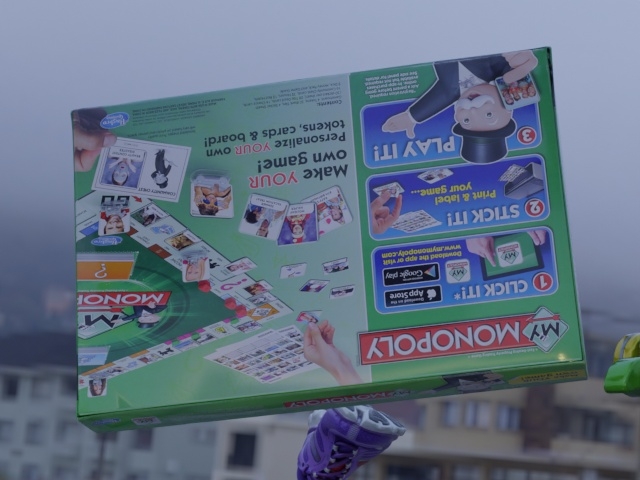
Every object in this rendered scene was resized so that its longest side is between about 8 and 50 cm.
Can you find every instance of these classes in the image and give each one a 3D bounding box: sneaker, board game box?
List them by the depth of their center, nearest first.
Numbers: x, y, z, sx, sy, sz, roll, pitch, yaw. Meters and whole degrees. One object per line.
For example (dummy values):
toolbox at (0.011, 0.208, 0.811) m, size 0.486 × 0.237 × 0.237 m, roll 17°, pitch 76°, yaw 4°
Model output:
board game box at (0.000, 0.000, 1.182) m, size 0.317 × 0.213 × 0.046 m, roll -7°, pitch -20°, yaw 9°
sneaker at (0.019, 0.168, 1.475) m, size 0.068 × 0.071 × 0.170 m, roll 26°, pitch -20°, yaw -1°

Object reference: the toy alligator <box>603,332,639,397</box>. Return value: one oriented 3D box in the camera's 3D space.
toy alligator at (0.204, 0.054, 0.927) m, size 0.056 × 0.051 × 0.190 m, roll -5°, pitch 15°, yaw 45°
